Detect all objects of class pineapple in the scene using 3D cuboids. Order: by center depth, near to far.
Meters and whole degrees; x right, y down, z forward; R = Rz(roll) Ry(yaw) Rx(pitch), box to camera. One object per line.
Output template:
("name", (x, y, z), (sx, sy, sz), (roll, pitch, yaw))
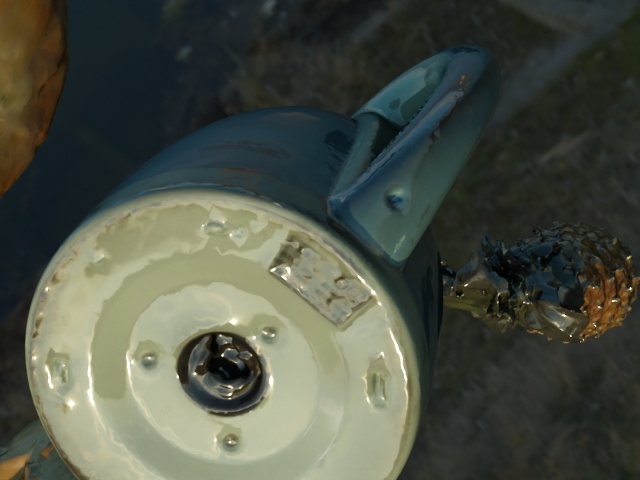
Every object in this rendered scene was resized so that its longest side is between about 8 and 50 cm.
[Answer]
("pineapple", (0.245, 0.051, 1.999), (0.170, 0.310, 0.141), (34, 109, 30))

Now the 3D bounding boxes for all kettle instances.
("kettle", (0.000, 0.000, 1.202), (0.319, 0.247, 0.342), (-40, 9, 25))

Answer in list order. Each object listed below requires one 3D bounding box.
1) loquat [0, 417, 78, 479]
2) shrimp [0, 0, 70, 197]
("loquat", (-0.156, 0.287, 1.568), (0.328, 0.328, 0.328), (-23, 44, 24))
("shrimp", (-0.151, -0.080, 0.588), (0.053, 0.236, 0.133), (29, 75, 27))
